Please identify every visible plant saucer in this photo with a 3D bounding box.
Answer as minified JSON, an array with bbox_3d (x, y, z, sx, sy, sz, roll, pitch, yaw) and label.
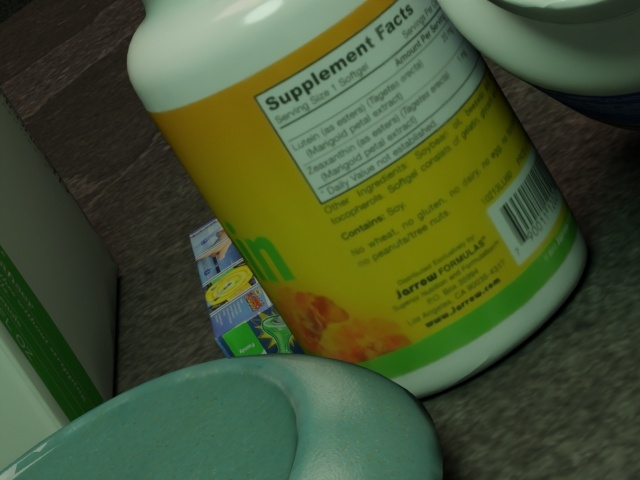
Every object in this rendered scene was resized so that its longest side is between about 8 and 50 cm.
[{"bbox_3d":[-0.097,0.145,0.710,0.317,0.044,0.317,-32,20,13],"label":"plant saucer"}]

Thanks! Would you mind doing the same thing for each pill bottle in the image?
[{"bbox_3d":[0.002,-0.062,0.800,0.136,0.246,0.136,-29,17,10],"label":"pill bottle"},{"bbox_3d":[0.126,-0.130,0.765,0.152,0.152,0.272,-28,-9,15],"label":"pill bottle"}]

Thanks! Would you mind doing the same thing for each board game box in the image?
[{"bbox_3d":[0.000,0.000,0.994,0.136,0.035,0.201,-32,17,2],"label":"board game box"}]

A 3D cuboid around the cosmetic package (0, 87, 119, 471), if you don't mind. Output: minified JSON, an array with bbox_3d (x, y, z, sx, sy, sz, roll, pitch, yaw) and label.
[{"bbox_3d":[-0.226,0.033,1.032,0.155,0.197,0.365,-31,18,5],"label":"cosmetic package"}]
